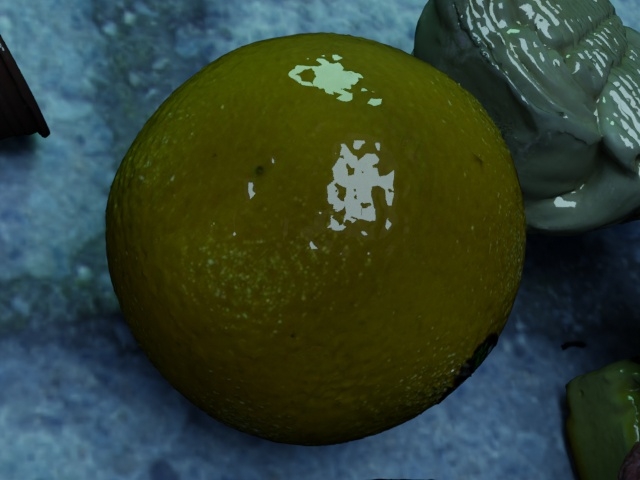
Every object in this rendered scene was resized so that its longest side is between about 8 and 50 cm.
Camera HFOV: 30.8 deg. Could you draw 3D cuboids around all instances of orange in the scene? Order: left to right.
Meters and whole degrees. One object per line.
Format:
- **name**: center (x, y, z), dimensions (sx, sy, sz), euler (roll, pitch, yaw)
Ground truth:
- **orange**: center (0.000, 0.000, 0.615), dimensions (0.236, 0.236, 0.236), euler (7, 64, -14)

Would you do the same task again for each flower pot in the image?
- **flower pot**: center (-0.223, -0.090, 0.675), dimensions (0.089, 0.111, 0.111), euler (-30, 77, -11)

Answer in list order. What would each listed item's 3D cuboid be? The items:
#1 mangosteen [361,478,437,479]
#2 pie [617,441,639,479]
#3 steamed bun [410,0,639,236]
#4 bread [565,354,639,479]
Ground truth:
- **mangosteen**: center (0.052, 0.248, 0.483), dimensions (0.330, 0.330, 0.330), euler (7, 64, -14)
- **pie**: center (0.215, 0.165, 0.598), dimensions (0.154, 0.036, 0.154), euler (29, 34, -22)
- **steamed bun**: center (0.138, -0.081, 0.755), dimensions (0.211, 0.144, 0.218), euler (49, 31, 0)
- **bread**: center (0.250, 0.232, 0.675), dimensions (0.138, 0.077, 0.361), euler (-3, 67, -19)
